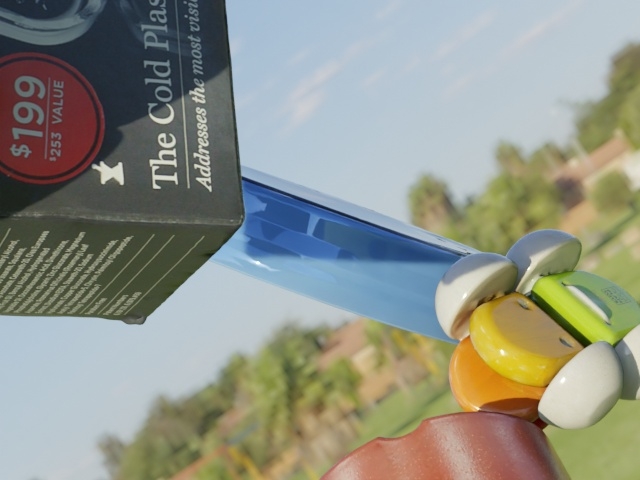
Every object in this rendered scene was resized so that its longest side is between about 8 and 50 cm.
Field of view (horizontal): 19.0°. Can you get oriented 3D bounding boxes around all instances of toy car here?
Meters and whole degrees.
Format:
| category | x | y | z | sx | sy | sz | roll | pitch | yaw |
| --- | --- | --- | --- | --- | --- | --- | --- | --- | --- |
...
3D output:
| category | x | y | z | sx | sy | sz | roll | pitch | yaw |
| --- | --- | --- | --- | --- | --- | --- | --- | --- | --- |
| toy car | 0.172 | 0.088 | 1.477 | 0.182 | 0.159 | 0.136 | -19 | -38 | -44 |

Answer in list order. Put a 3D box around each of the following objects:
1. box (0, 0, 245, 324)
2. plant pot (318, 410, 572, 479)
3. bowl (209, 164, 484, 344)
| category | x | y | z | sx | sy | sz | roll | pitch | yaw |
| --- | --- | --- | --- | --- | --- | --- | --- | --- | --- |
| box | -0.224 | -0.143 | 1.000 | 0.313 | 0.343 | 0.179 | 1 | -19 | -22 |
| plant pot | 0.112 | 0.281 | 1.331 | 0.272 | 0.265 | 0.272 | -13 | -38 | -11 |
| bowl | 0.000 | 0.000 | 1.738 | 0.391 | 0.391 | 0.077 | -2 | -67 | -83 |
